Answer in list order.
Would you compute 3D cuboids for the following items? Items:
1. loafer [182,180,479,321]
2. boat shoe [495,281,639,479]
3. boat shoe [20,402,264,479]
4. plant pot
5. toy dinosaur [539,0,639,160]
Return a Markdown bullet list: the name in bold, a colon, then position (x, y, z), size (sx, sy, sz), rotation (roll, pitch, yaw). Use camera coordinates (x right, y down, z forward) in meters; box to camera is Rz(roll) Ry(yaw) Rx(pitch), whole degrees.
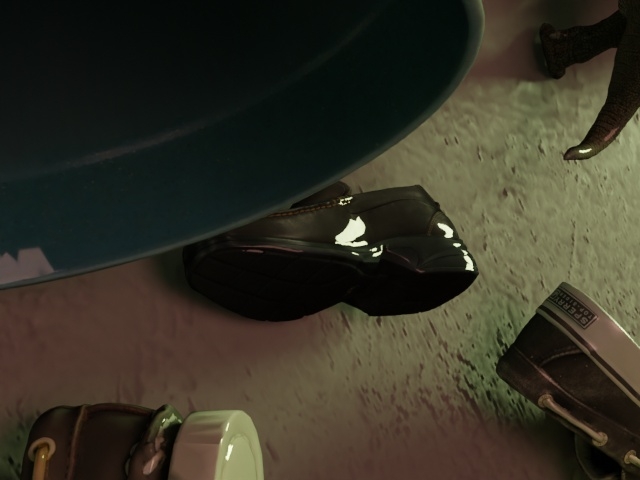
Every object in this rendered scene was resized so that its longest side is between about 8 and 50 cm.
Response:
- **loafer**: position (0.000, 0.000, 0.731), size (0.170, 0.062, 0.061), rotation (5, 56, -45)
- **boat shoe**: position (0.173, 0.107, 0.859), size (0.070, 0.078, 0.219), rotation (-47, 123, 0)
- **boat shoe**: position (-0.088, 0.211, 0.577), size (0.109, 0.091, 0.305), rotation (57, 39, -70)
- **plant pot**: position (-0.112, -0.145, 0.525), size (0.272, 0.272, 0.255), rotation (-2, 69, -43)
- **toy dinosaur**: position (0.209, -0.171, 0.879), size (0.313, 0.160, 0.121), rotation (-46, 112, -39)
